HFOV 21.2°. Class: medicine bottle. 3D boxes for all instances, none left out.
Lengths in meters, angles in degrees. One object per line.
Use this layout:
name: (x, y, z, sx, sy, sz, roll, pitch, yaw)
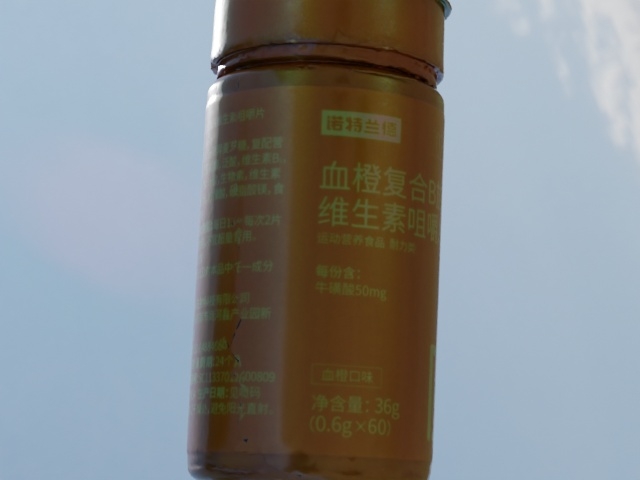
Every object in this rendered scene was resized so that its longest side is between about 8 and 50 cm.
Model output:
medicine bottle: (0.000, 0.000, 0.665, 0.096, 0.096, 0.192, 24, -112, -66)
